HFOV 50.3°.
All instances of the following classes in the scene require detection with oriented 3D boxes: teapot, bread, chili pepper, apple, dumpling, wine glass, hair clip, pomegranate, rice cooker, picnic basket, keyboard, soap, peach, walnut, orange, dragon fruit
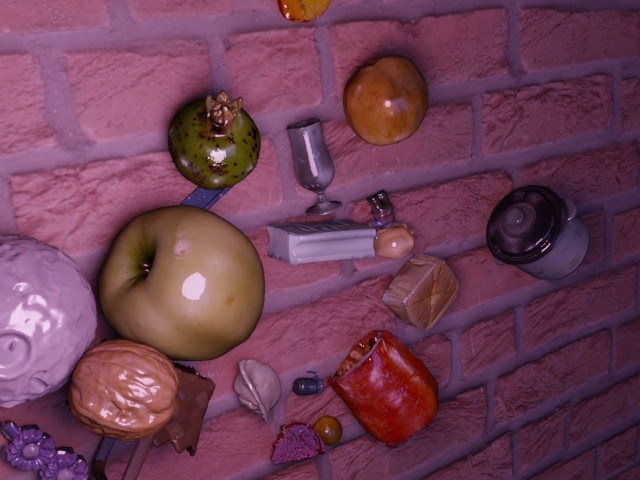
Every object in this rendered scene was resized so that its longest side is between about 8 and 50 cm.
[{"bbox_3d":[-0.038,0.404,1.915,0.083,0.064,0.049,8,130,-36],"label":"teapot"},{"bbox_3d":[0.298,0.154,2.021,0.210,0.109,0.192,-52,129,-10],"label":"bread"},{"bbox_3d":[0.173,0.407,1.970,0.251,0.229,0.305,-32,110,22],"label":"chili pepper"},{"bbox_3d":[-0.288,0.097,1.490,0.357,0.357,0.358,-9,107,-31],"label":"apple"},{"bbox_3d":[-0.160,0.397,1.767,0.111,0.155,0.181,-43,136,19],"label":"dumpling"},{"bbox_3d":[-0.016,-0.187,1.734,0.103,0.103,0.231,-23,111,-26],"label":"wine glass"},{"bbox_3d":[-0.614,0.502,1.551,0.106,0.084,0.292,-41,117,-4],"label":"hair clip"},{"bbox_3d":[0.163,-0.356,1.740,0.233,0.233,0.233,-9,107,-31],"label":"pomegranate"},{"bbox_3d":[0.672,-0.020,2.126,0.316,0.264,0.317,-7,143,-5],"label":"rice cooker"},{"bbox_3d":[-0.424,0.406,1.537,0.291,0.254,0.321,26,81,-28],"label":"picnic basket"},{"bbox_3d":[-0.292,-0.091,1.636,0.195,0.018,0.060,-45,114,-15],"label":"keyboard"},{"bbox_3d":[0.000,0.000,1.766,0.261,0.150,0.094,-3,99,-32],"label":"soap"},{"bbox_3d":[-0.232,-0.228,1.508,0.210,0.263,0.211,5,67,-11],"label":"pomegranate"},{"bbox_3d":[-0.036,-0.589,1.608,0.151,0.118,0.151,2,72,-7],"label":"peach"},{"bbox_3d":[-0.377,0.293,1.329,0.213,0.213,0.214,-9,107,-31],"label":"walnut"},{"bbox_3d":[0.022,0.549,1.964,0.095,0.085,0.085,40,80,-44],"label":"orange"},{"bbox_3d":[-0.073,0.557,1.913,0.162,0.083,0.107,-6,93,-18],"label":"dragon fruit"}]

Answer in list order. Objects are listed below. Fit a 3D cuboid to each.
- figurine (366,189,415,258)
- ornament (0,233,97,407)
[{"bbox_3d":[0.185,-0.039,1.916,0.114,0.108,0.196,-34,101,-32],"label":"figurine"},{"bbox_3d":[-0.604,0.158,1.324,0.336,0.337,0.338,-9,107,-31],"label":"ornament"}]
